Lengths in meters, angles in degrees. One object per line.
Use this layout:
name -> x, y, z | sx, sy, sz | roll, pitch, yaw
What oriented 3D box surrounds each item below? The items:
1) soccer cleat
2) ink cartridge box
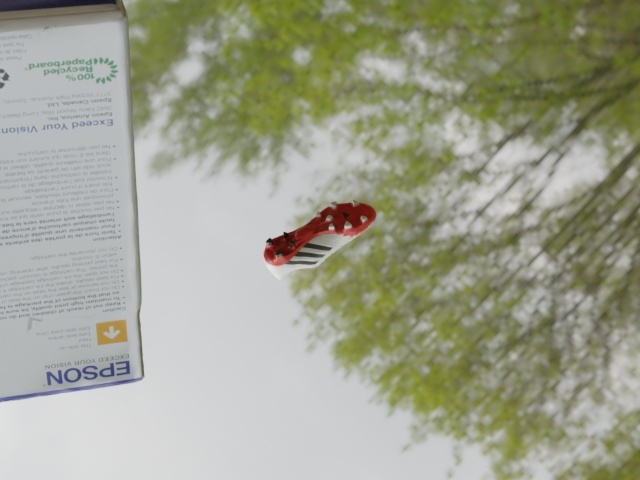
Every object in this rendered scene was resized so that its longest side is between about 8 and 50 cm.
soccer cleat -> 0.000, 0.000, 0.975 | 0.029, 0.083, 0.035 | 57, 169, 35
ink cartridge box -> -0.289, -0.018, 0.978 | 0.324, 0.330, 0.071 | -7, -138, -12
